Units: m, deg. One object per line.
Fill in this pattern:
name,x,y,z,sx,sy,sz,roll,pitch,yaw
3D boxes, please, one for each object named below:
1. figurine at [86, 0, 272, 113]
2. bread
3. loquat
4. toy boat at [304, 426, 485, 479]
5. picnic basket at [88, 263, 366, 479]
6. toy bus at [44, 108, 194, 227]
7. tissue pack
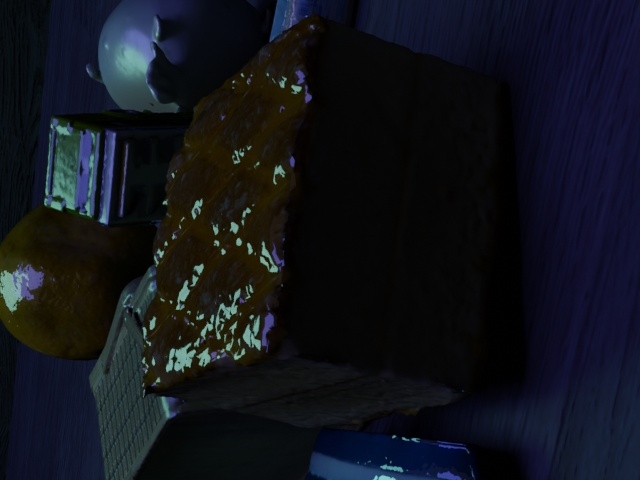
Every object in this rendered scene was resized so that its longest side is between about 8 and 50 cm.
figurine,-0.143,-0.113,1.728,0.274,0.227,0.394,35,-140,-74
bread,0.000,0.000,1.269,0.279,0.207,0.279,-29,51,58
loquat,-0.251,0.045,1.678,0.176,0.234,0.187,59,-134,-56
toy boat,0.070,0.195,1.297,0.299,0.096,0.061,170,109,-68
picnic basket,-0.091,0.141,1.544,0.313,0.228,0.175,123,140,-56
toy bus,-0.121,-0.073,1.527,0.139,0.302,0.113,17,106,42
tissue pack,-0.006,-0.235,1.568,0.059,0.074,0.094,-131,49,-65
